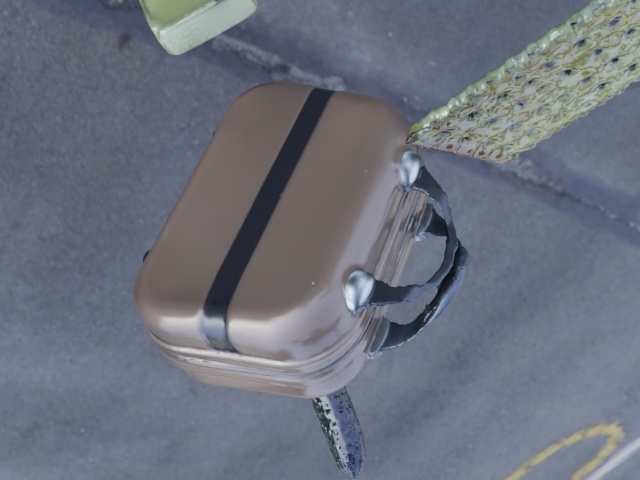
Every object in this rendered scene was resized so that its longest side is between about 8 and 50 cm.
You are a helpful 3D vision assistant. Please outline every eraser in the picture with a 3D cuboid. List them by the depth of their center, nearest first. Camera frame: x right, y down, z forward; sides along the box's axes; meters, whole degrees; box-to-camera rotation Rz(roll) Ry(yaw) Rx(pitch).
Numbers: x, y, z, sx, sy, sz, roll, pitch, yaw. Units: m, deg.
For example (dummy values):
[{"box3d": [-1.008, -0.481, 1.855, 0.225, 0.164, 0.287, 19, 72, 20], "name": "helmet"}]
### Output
[{"box3d": [-0.154, -0.308, 1.064, 0.117, 0.172, 0.058, -26, 161, 8], "name": "eraser"}]

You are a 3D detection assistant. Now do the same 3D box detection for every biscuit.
[{"box3d": [0.172, -0.114, 0.570, 0.231, 0.016, 0.139, -33, 158, 32], "name": "biscuit"}]

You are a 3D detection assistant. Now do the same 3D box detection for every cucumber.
[{"box3d": [0.014, 0.244, 1.448, 0.067, 0.245, 0.067, -26, 170, -5], "name": "cucumber"}]

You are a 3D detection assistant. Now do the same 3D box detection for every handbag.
[{"box3d": [0.000, 0.000, 0.892, 0.301, 0.283, 0.149, -64, 153, -29], "name": "handbag"}]
